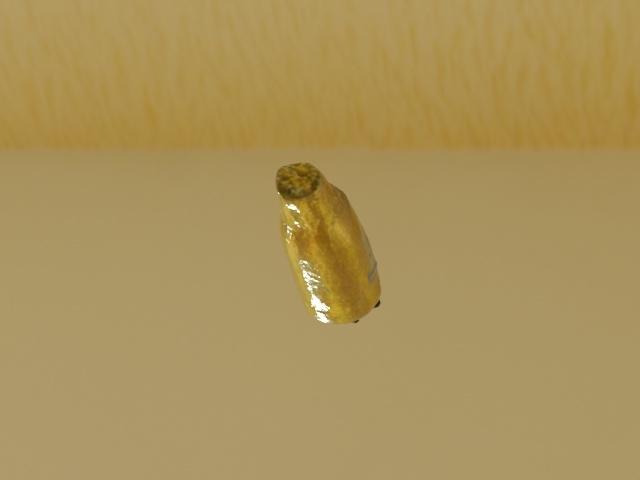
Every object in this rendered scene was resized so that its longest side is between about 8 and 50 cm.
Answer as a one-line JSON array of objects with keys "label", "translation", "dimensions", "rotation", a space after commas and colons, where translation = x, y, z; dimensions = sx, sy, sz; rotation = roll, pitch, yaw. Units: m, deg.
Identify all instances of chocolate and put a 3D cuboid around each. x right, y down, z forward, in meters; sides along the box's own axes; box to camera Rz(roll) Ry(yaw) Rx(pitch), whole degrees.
[{"label": "chocolate", "translation": [0.000, 0.000, 1.588], "dimensions": [0.085, 0.219, 0.086], "rotation": [-5, -116, 10]}]
